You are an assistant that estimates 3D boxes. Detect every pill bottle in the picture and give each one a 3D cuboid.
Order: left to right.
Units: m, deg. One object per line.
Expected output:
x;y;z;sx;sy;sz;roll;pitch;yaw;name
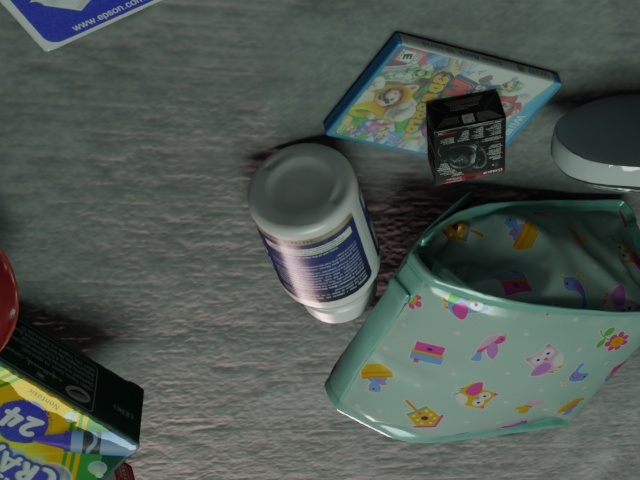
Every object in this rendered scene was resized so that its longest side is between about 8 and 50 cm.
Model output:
0.000;0.000;1.651;0.094;0.094;0.169;-16;145;3;pill bottle

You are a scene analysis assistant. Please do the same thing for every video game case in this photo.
0.102;-0.113;1.598;0.166;0.015;0.119;10;138;-31;video game case

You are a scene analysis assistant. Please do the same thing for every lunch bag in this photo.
0.149;0.072;1.751;0.262;0.160;0.223;-1;144;-28;lunch bag

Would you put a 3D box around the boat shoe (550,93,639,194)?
0.334;-0.063;1.666;0.306;0.113;0.105;-8;131;-25;boat shoe

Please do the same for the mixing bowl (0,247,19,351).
-0.344;0.063;1.550;0.181;0.098;0.181;3;119;5;mixing bowl

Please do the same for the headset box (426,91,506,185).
0.122;-0.082;1.606;0.062;0.032;0.083;-11;146;-3;headset box

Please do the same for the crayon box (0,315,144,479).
-0.339;0.207;1.752;0.203;0.083;0.323;34;120;-23;crayon box

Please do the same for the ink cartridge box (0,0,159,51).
-0.125;-0.283;1.244;0.304;0.072;0.307;-21;142;13;ink cartridge box

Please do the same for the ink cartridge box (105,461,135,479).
-0.282;0.250;1.917;0.127;0.072;0.175;-27;143;18;ink cartridge box
